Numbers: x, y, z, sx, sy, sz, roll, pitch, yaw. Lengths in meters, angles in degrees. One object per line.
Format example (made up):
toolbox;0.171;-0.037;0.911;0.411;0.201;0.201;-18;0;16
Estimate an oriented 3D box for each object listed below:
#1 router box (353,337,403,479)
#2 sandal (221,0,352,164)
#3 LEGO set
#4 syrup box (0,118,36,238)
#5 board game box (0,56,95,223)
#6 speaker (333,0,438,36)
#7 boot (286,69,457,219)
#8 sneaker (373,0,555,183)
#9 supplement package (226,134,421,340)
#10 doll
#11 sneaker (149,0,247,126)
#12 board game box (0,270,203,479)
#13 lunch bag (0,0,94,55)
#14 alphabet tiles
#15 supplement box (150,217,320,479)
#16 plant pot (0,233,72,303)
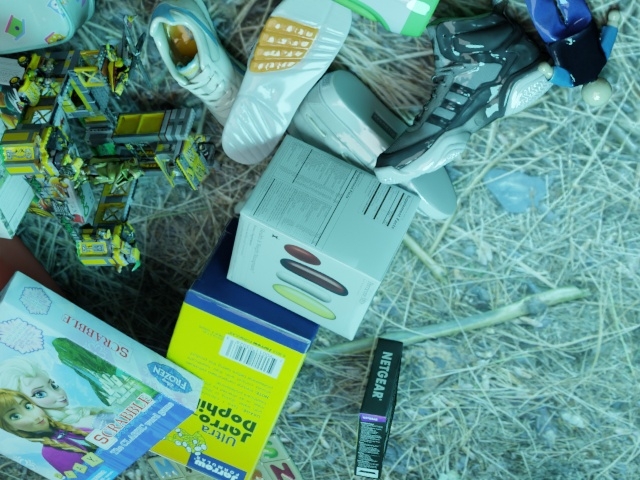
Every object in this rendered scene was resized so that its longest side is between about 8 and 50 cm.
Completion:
router box;0.091;0.260;1.632;0.046;0.179;0.133;9;124;8
sandal;-0.058;-0.227;1.400;0.102;0.076;0.265;26;113;-18
LEGO set;-0.261;-0.116;1.421;0.192;0.255;0.331;-1;139;17
syrup box;-0.493;-0.112;1.470;0.096;0.093;0.237;9;145;14
board game box;-0.458;-0.149;1.537;0.193;0.053;0.305;10;145;10
speaker;0.011;-0.359;1.265;0.296;0.131;0.131;26;127;-2
boot;0.067;-0.111;1.453;0.258;0.095;0.123;47;132;-9
sneaker;0.156;-0.195;1.328;0.268;0.101;0.153;-34;102;7
supplement package;0.000;0.000;1.440;0.203;0.149;0.194;26;150;5
doll;0.311;-0.249;1.279;0.129;0.046;0.189;-32;107;-11
sneaker;-0.155;-0.226;1.428;0.087;0.092;0.229;-25;115;27
board game box;-0.393;0.228;1.556;0.318;0.066;0.318;34;127;-19
lunch bag;-0.444;-0.390;1.393;0.224;0.108;0.279;-5;122;22
alphabet tiles;-0.155;0.467;1.952;0.285;0.011;0.343;-15;118;25
supplement box;-0.130;0.182;1.635;0.195;0.194;0.357;23;127;1
plant pot;-0.537;0.120;1.694;0.275;0.275;0.243;-26;123;30
